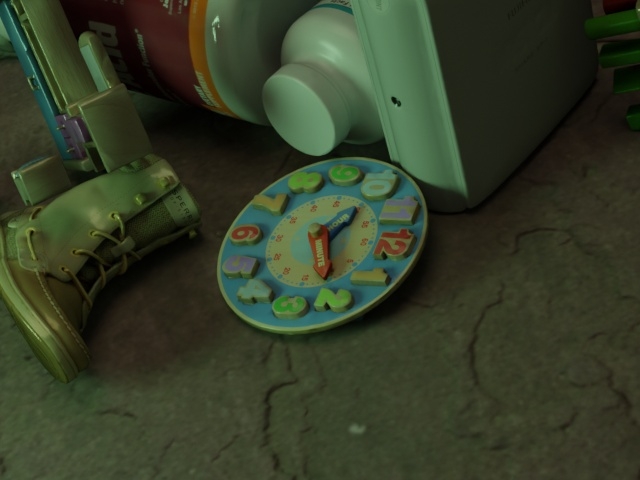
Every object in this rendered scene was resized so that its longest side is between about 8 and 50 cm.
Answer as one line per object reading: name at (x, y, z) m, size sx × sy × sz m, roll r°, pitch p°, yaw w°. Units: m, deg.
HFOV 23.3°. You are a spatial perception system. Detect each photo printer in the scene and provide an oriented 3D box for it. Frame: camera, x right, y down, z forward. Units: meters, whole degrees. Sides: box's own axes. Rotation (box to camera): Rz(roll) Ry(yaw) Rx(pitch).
photo printer at (0.144, -0.216, 1.424) m, size 0.107 × 0.307 × 0.256 m, roll 21°, pitch 52°, yaw 36°

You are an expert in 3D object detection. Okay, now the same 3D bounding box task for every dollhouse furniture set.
dollhouse furniture set at (-0.362, -0.112, 1.487) m, size 0.303 × 0.198 × 0.286 m, roll -27°, pitch 10°, yaw -16°

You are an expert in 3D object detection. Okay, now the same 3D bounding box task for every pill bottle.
pill bottle at (-0.174, -0.268, 1.665) m, size 0.392 × 0.224 × 0.224 m, roll 17°, pitch 51°, yaw 35°
pill bottle at (0.060, -0.193, 1.543) m, size 0.146 × 0.146 × 0.264 m, roll 20°, pitch 50°, yaw 37°

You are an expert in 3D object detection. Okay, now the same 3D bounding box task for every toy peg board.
toy peg board at (0.321, -0.196, 1.462) m, size 0.079 × 0.161 × 0.160 m, roll -8°, pitch 39°, yaw 35°

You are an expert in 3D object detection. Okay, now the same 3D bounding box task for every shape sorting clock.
shape sorting clock at (0.000, 0.000, 1.422) m, size 0.206 × 0.040 × 0.206 m, roll -11°, pitch 47°, yaw 12°

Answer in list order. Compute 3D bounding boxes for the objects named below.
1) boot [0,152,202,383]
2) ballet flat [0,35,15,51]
boot at (-0.202, 0.014, 1.452) m, size 0.203 × 0.095 × 0.262 m, roll -26°, pitch 31°, yaw -10°
ballet flat at (-0.359, -0.308, 1.900) m, size 0.068 × 0.072 × 0.213 m, roll 0°, pitch 43°, yaw 26°
